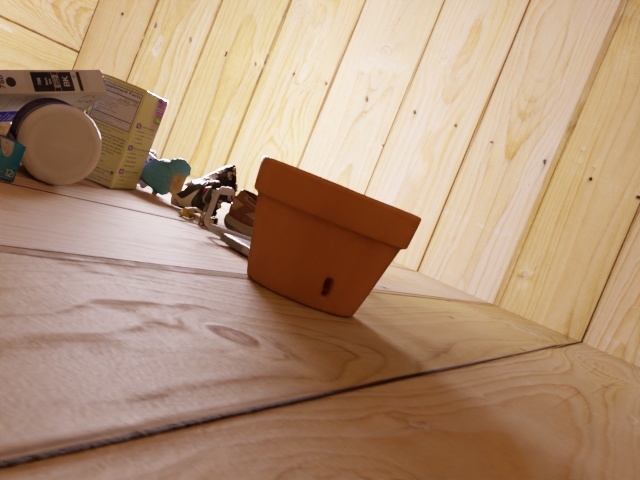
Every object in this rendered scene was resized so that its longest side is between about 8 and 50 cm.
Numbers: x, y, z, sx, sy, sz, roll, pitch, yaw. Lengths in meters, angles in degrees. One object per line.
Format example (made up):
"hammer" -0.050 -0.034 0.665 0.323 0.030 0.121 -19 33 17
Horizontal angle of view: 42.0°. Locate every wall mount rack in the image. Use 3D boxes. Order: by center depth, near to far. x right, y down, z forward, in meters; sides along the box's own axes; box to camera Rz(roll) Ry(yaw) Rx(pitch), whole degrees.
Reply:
"wall mount rack" -0.061 -0.005 1.729 0.304 0.130 0.350 19 6 -45

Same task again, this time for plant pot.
"plant pot" 0.000 0.000 1.425 0.291 0.203 0.291 23 3 -1

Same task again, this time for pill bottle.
"pill bottle" -0.529 -0.202 1.643 0.153 0.153 0.264 20 4 -28

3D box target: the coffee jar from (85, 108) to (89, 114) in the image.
"coffee jar" -0.658 -0.324 2.425 0.079 0.184 0.096 21 3 -22

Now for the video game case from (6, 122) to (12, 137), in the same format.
"video game case" -0.782 -0.292 2.013 0.157 0.019 0.143 22 -25 -6

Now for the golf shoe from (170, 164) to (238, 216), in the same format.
"golf shoe" -0.295 -0.141 2.200 0.120 0.105 0.273 5 17 13

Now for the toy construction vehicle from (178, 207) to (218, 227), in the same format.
"toy construction vehicle" -0.277 -0.056 1.936 0.098 0.035 0.086 21 4 -17

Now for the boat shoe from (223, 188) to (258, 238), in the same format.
"boat shoe" -0.077 -0.033 2.051 0.324 0.116 0.123 21 12 2

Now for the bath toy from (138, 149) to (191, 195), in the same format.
"bath toy" -0.493 -0.217 2.273 0.348 0.129 0.151 26 -19 45

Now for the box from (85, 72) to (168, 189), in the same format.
"box" -0.482 -0.254 1.998 0.117 0.243 0.213 22 4 2

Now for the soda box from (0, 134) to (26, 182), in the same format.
"soda box" -0.589 -0.159 1.332 0.210 0.067 0.071 18 5 -45

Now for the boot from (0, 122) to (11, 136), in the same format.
"boot" -0.867 -0.313 1.898 0.269 0.089 0.236 23 5 -36

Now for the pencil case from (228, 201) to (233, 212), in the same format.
"pencil case" -0.191 -0.077 2.244 0.095 0.098 0.209 2 8 -17

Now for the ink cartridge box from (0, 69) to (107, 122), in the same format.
"ink cartridge box" -0.640 -0.304 1.769 0.165 0.065 0.332 -21 -5 43
